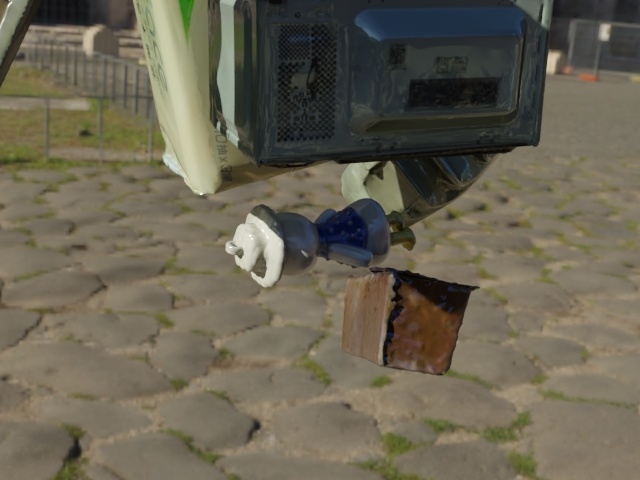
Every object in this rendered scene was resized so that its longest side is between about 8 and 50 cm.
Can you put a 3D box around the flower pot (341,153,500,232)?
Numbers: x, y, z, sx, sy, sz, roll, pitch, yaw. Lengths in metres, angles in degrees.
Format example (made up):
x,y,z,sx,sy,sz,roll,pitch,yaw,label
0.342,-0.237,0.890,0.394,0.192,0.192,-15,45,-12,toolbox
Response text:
x,y,z,sx,sy,sz,roll,pitch,yaw,label
0.177,-0.137,1.532,0.254,0.165,0.367,-40,0,-28,flower pot

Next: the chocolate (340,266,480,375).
x,y,z,sx,sy,sz,roll,pitch,yaw,label
0.092,0.102,1.124,0.111,0.112,0.321,12,-6,-7,chocolate

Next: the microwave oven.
x,y,z,sx,sy,sz,roll,pitch,yaw,label
0.035,-0.125,0.636,0.208,0.123,0.162,-6,21,-19,microwave oven

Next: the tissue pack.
x,y,z,sx,sy,sz,roll,pitch,yaw,label
-0.061,-0.298,1.116,0.331,0.405,0.205,-17,32,-16,tissue pack

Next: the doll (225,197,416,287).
x,y,z,sx,sy,sz,roll,pitch,yaw,label
0.000,0.000,1.297,0.293,0.119,0.138,-6,40,-29,doll

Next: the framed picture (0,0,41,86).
x,y,z,sx,sy,sz,roll,pitch,yaw,label
-0.194,-0.189,0.406,0.189,0.260,0.023,27,5,-5,framed picture
